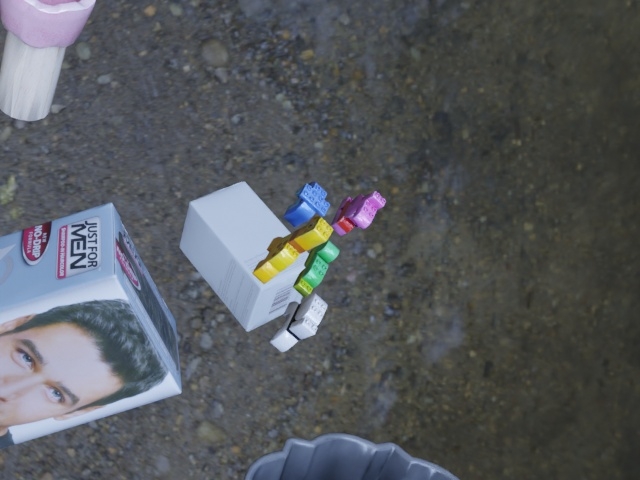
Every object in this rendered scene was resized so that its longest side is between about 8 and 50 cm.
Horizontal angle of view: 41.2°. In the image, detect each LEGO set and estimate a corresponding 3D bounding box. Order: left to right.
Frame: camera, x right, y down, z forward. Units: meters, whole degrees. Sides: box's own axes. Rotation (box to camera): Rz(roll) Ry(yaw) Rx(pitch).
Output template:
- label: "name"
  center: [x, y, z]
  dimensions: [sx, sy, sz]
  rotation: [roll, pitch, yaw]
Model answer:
- label: "LEGO set"
  center: [0.000, 0.000, 0.929]
  dimensions: [0.087, 0.093, 0.227]
  rotation: [43, 49, -20]

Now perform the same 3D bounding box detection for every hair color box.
- label: "hair color box"
  center: [-0.350, 0.115, 0.860]
  dimensions: [0.374, 0.114, 0.185]
  rotation: [-18, 133, 0]

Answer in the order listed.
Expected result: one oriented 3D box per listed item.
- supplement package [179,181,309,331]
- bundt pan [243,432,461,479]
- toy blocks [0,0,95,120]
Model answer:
- label: "supplement package"
  center: [-0.108, 0.020, 1.232]
  dimensions: [0.105, 0.105, 0.179]
  rotation: [-25, 62, -35]
- label: "bundt pan"
  center: [0.052, 0.339, 0.786]
  dimensions: [0.330, 0.331, 0.124]
  rotation: [5, 121, -36]
- label: "toy blocks"
  center: [-0.329, -0.225, 0.514]
  dimensions: [0.309, 0.260, 0.288]
  rotation: [46, 46, 12]
